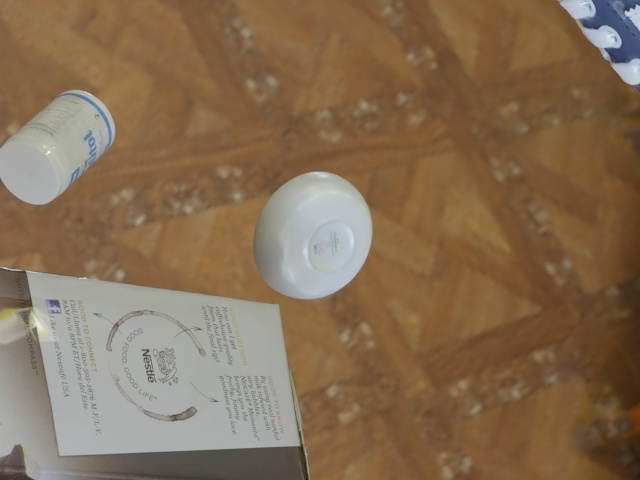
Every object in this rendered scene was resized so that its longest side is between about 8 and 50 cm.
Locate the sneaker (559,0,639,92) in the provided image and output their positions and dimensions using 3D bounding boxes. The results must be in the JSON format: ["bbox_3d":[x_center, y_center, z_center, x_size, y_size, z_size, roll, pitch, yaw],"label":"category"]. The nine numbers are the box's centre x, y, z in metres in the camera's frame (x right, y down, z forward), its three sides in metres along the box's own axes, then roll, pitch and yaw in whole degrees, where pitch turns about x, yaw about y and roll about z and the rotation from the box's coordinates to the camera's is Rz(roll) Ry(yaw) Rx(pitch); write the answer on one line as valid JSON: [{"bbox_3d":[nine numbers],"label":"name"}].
[{"bbox_3d":[0.118,-0.060,0.584,0.282,0.153,0.099,23,19,7],"label":"sneaker"}]

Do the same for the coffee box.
[{"bbox_3d":[-0.177,0.102,0.977,0.297,0.168,0.119,8,60,-35],"label":"coffee box"}]

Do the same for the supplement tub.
[{"bbox_3d":[-0.246,-0.088,1.679,0.071,0.071,0.107,44,42,-6],"label":"supplement tub"}]

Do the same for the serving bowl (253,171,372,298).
[{"bbox_3d":[0.000,0.000,1.127,0.083,0.083,0.027,10,11,-34],"label":"serving bowl"}]
